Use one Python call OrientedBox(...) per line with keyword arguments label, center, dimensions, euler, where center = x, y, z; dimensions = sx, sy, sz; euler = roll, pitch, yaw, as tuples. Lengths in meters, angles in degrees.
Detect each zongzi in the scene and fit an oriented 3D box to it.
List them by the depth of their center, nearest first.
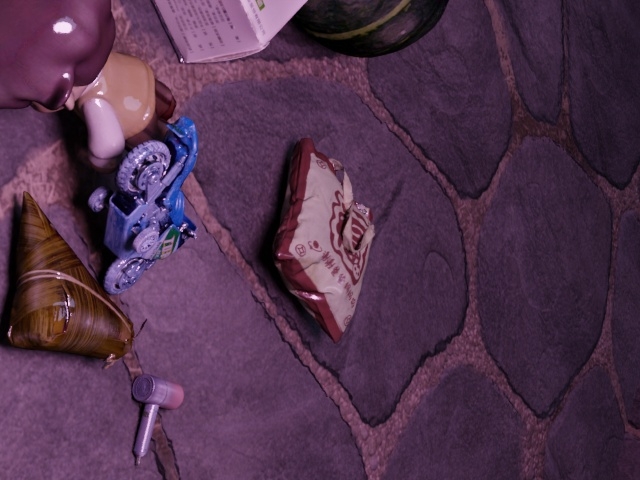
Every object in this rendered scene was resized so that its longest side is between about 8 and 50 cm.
OrientedBox(label="zongzi", center=(-0.288, 0.048, 1.548), dimensions=(0.187, 0.084, 0.184), euler=(23, 57, -58))

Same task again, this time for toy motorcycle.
OrientedBox(label="toy motorcycle", center=(-0.201, -0.039, 1.579), dimensions=(0.135, 0.092, 0.254), euler=(-33, 153, -37))

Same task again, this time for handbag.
OrientedBox(label="handbag", center=(0.000, 0.000, 1.911), dimensions=(0.213, 0.127, 0.235), euler=(53, 34, -39))

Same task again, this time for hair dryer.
OrientedBox(label="hair dryer", center=(-0.215, 0.231, 1.661), dimensions=(0.063, 0.037, 0.114), euler=(29, 71, -51))

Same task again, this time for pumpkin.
OrientedBox(label="pumpkin", center=(0.058, -0.429, 1.933), dimensions=(0.323, 0.241, 0.323), euler=(40, 41, -46))

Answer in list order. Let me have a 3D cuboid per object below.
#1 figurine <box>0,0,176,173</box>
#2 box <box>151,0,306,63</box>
OrientedBox(label="figurine", center=(-0.307, -0.205, 1.490), dimensions=(0.365, 0.206, 0.218), euler=(61, 31, -62))
OrientedBox(label="box", center=(-0.156, -0.420, 1.725), dimensions=(0.173, 0.145, 0.333), euler=(-54, 128, -45))
